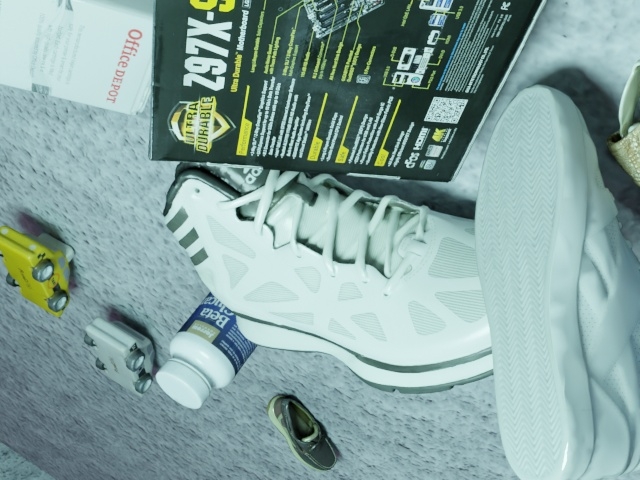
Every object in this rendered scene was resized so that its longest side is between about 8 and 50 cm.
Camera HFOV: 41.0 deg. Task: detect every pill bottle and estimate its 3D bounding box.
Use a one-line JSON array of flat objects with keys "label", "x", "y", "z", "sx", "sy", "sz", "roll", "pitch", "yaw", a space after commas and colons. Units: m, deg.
[{"label": "pill bottle", "x": -0.135, "y": 0.131, "z": 1.109, "sx": 0.094, "sy": 0.169, "sz": 0.094, "roll": 23, "pitch": 144, "yaw": 18}]

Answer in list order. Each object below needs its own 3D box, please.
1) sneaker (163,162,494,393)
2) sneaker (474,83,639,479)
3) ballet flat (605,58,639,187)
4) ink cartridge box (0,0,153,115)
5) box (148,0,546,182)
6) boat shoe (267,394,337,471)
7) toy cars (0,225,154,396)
[{"label": "sneaker", "x": -0.001, "y": 0.001, "z": 0.812, "sx": 0.448, "sy": 0.169, "sz": 0.257, "roll": -2, "pitch": 140, "yaw": 46}, {"label": "sneaker", "x": 0.218, "y": 0.033, "z": 0.654, "sx": 0.169, "sy": 0.292, "sz": 0.108, "roll": 4, "pitch": 170, "yaw": -24}, {"label": "ballet flat", "x": 0.246, "y": -0.114, "z": 0.574, "sx": 0.067, "sy": 0.073, "sz": 0.206, "roll": 41, "pitch": 145, "yaw": 20}, {"label": "ink cartridge box", "x": -0.252, "y": -0.213, "z": 0.791, "sx": 0.218, "sy": 0.092, "sz": 0.158, "roll": 13, "pitch": 151, "yaw": -19}, {"label": "box", "x": 0.015, "y": -0.170, "z": 0.593, "sx": 0.257, "sy": 0.079, "sz": 0.322, "roll": 5, "pitch": 146, "yaw": -9}, {"label": "boat shoe", "x": -0.023, "y": 0.300, "z": 1.314, "sx": 0.152, "sy": 0.056, "sz": 0.049, "roll": 49, "pitch": 149, "yaw": -18}, {"label": "toy cars", "x": -0.376, "y": 0.106, "z": 1.376, "sx": 0.177, "sy": 0.087, "sz": 0.393, "roll": -1, "pitch": 134, "yaw": 49}]
